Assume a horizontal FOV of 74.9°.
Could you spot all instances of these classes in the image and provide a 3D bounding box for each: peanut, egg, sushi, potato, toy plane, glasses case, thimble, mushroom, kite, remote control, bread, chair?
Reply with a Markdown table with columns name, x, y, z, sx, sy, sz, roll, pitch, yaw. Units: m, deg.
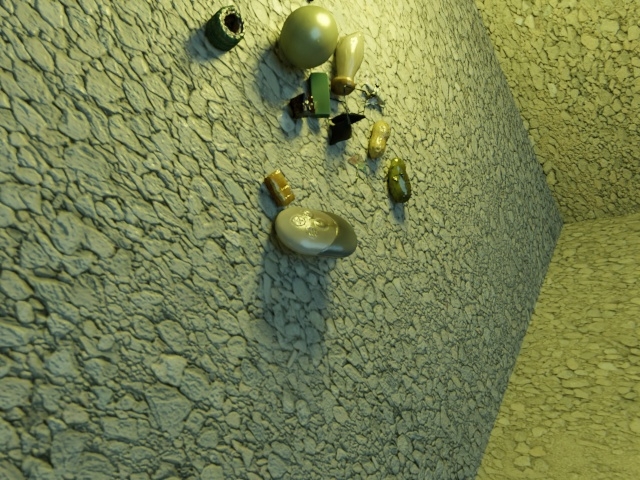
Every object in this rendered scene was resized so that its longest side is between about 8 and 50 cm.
| name | x | y | z | sx | sy | sz | roll | pitch | yaw |
| --- | --- | --- | --- | --- | --- | --- | --- | --- | --- |
| peanut | 0.273 | -0.476 | 1.951 | 0.100 | 0.100 | 0.213 | 34 | 67 | -33 |
| egg | -0.044 | -0.788 | 1.623 | 0.219 | 0.219 | 0.269 | 57 | 48 | -20 |
| sushi | -0.066 | -0.526 | 1.639 | 0.094 | 0.098 | 0.084 | -13 | 94 | -47 |
| potato | 0.379 | -0.289 | 2.007 | 0.117 | 0.090 | 0.225 | -14 | 93 | -43 |
| toy plane | 0.260 | -0.700 | 1.991 | 0.171 | 0.066 | 0.162 | 29 | 76 | -30 |
| glasses case | -0.003 | -0.601 | 1.727 | 0.078 | 0.039 | 0.183 | -3 | 84 | -10 |
| thimble | -0.324 | -0.734 | 1.448 | 0.118 | 0.090 | 0.135 | 46 | 53 | -30 |
| mushroom | 0.122 | -0.796 | 1.840 | 0.128 | 0.128 | 0.349 | 25 | 69 | -37 |
| kite | 0.169 | -0.330 | 1.881 | 0.139 | 0.011 | 0.156 | 21 | 68 | -35 |
| remote control | -0.011 | -0.030 | 1.551 | 0.333 | 0.103 | 0.221 | 8 | 48 | -28 |
| bread | -0.150 | -0.190 | 1.536 | 0.074 | 0.054 | 0.132 | -39 | 107 | -39 |
| chair | 0.112 | -0.517 | 1.775 | 0.145 | 0.140 | 0.220 | -2 | 86 | -41 |

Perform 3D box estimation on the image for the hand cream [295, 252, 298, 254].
| name | x | y | z | sx | sy | sz | roll | pitch | yaw |
| --- | --- | --- | --- | --- | --- | --- | --- | --- | --- |
| hand cream | 0.000 | 0.000 | 1.641 | 0.255 | 0.048 | 0.079 | -21 | 66 | -41 |
